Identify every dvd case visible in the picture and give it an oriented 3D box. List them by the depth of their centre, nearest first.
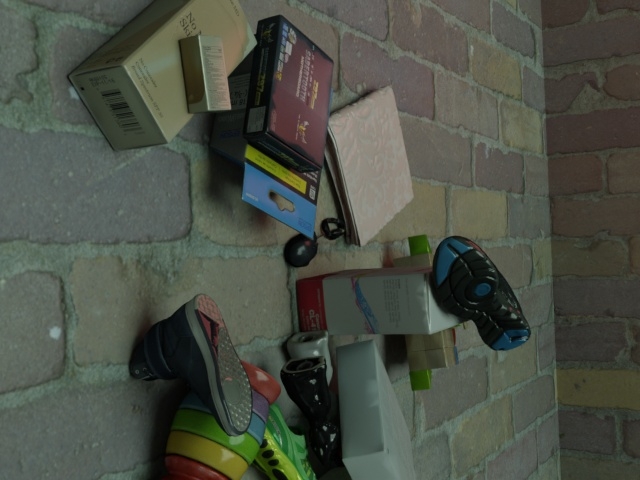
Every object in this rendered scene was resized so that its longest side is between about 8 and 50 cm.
[{"bbox_3d":[0.065,0.494,1.761,0.119,0.013,0.087,-53,131,-44],"label":"dvd case"}]

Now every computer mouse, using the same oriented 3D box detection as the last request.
[{"bbox_3d":[0.000,0.000,1.668,0.242,0.041,0.071,-33,115,-54],"label":"computer mouse"}]

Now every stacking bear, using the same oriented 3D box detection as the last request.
[{"bbox_3d":[-0.189,0.347,1.249,0.175,0.164,0.289,52,51,-43],"label":"stacking bear"}]

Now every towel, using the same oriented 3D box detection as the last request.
[{"bbox_3d":[0.120,-0.188,1.861,0.332,0.053,0.317,-40,122,-51],"label":"towel"}]

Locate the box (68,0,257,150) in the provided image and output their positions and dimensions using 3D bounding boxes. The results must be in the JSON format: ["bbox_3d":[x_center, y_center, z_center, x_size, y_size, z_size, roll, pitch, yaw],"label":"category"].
[{"bbox_3d":[-0.242,-0.295,1.230,0.148,0.121,0.311,62,40,-34],"label":"box"}]

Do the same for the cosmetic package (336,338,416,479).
[{"bbox_3d":[0.130,0.447,1.659,0.285,0.097,0.377,-95,167,-49],"label":"cosmetic package"}]

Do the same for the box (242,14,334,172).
[{"bbox_3d":[-0.054,-0.262,1.387,0.183,0.059,0.233,29,63,-53],"label":"box"}]

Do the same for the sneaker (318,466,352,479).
[{"bbox_3d":[0.024,0.664,1.603,0.148,0.131,0.350,69,31,-56],"label":"sneaker"}]

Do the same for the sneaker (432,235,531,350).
[{"bbox_3d":[0.311,0.092,1.544,0.341,0.125,0.140,51,19,-39],"label":"sneaker"}]

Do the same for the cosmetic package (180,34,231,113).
[{"bbox_3d":[-0.178,-0.256,1.176,0.060,0.041,0.115,-15,101,-57],"label":"cosmetic package"}]

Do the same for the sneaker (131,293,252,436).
[{"bbox_3d":[-0.205,0.220,1.196,0.086,0.163,0.226,15,49,-60],"label":"sneaker"}]

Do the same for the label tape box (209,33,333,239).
[{"bbox_3d":[-0.095,-0.192,1.469,0.240,0.105,0.334,30,63,-52],"label":"label tape box"}]

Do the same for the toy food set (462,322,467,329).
[{"bbox_3d":[0.412,0.131,1.997,0.192,0.038,0.133,-56,136,-44],"label":"toy food set"}]

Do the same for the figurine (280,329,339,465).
[{"bbox_3d":[-0.008,0.312,1.532,0.215,0.092,0.210,-81,158,-74],"label":"figurine"}]

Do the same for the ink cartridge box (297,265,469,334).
[{"bbox_3d":[0.137,0.126,1.627,0.226,0.306,0.131,-5,92,-57],"label":"ink cartridge box"}]

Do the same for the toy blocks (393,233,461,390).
[{"bbox_3d":[0.291,0.193,2.015,0.261,0.190,0.382,19,62,-69],"label":"toy blocks"}]

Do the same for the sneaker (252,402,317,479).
[{"bbox_3d":[-0.052,0.432,1.492,0.124,0.109,0.296,-59,135,-40],"label":"sneaker"}]
